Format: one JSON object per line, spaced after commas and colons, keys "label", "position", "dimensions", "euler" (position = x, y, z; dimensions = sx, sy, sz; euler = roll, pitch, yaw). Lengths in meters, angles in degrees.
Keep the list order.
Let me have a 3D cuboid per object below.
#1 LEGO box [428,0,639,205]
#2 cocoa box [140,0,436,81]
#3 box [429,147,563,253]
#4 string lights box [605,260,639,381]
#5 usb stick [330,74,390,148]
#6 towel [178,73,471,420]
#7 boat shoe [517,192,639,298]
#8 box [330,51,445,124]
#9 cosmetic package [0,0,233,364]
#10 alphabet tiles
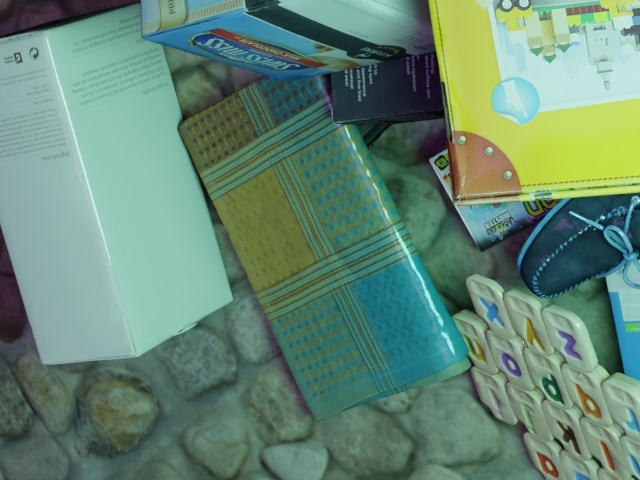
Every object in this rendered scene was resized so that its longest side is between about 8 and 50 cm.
{"label": "LEGO box", "position": [0.343, -0.247, 1.580], "dimensions": [0.500, 0.193, 0.372], "euler": [-4, 106, 18]}
{"label": "cocoa box", "position": [-0.019, -0.349, 1.764], "dimensions": [0.228, 0.231, 0.347], "euler": [-9, 78, 35]}
{"label": "box", "position": [0.216, -0.080, 1.868], "dimensions": [0.207, 0.036, 0.114], "euler": [-30, 89, 38]}
{"label": "string lights box", "position": [0.371, 0.128, 1.842], "dimensions": [0.133, 0.077, 0.259], "euler": [-4, 104, 34]}
{"label": "usb stick", "position": [-0.024, -0.213, 1.994], "dimensions": [0.278, 0.045, 0.077], "euler": [51, 126, 7]}
{"label": "towel", "position": [0.000, 0.000, 2.022], "dimensions": [0.271, 0.040, 0.370], "euler": [-23, 93, 51]}
{"label": "boat shoe", "position": [0.300, -0.026, 1.760], "dimensions": [0.258, 0.109, 0.089], "euler": [-40, 52, 13]}
{"label": "box", "position": [0.095, -0.198, 1.872], "dimensions": [0.158, 0.093, 0.156], "euler": [-4, 88, 34]}
{"label": "cosmetic package", "position": [-0.249, -0.065, 2.099], "dimensions": [0.155, 0.197, 0.365], "euler": [-7, 101, 34]}
{"label": "alphabet tiles", "position": [0.241, 0.158, 1.877], "dimensions": [0.284, 0.021, 0.278], "euler": [22, 142, 51]}
